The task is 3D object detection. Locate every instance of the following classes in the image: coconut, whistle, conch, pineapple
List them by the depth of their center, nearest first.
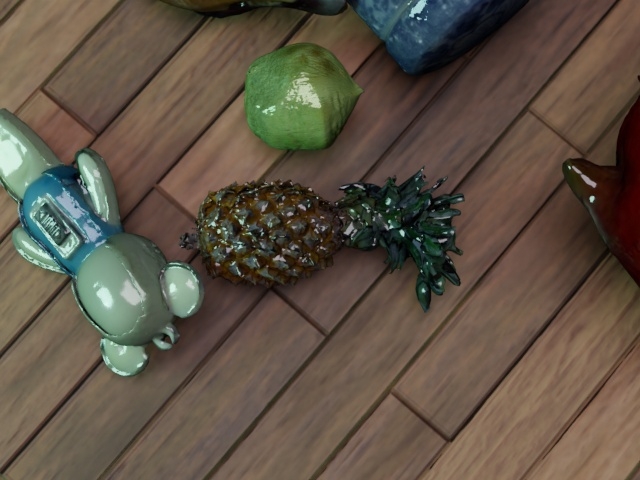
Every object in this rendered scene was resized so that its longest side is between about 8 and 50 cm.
[{"bbox_3d":[0.001,0.000,0.931,0.221,0.083,0.103,-2,65,-1],"label":"pineapple"},{"bbox_3d":[-0.184,-0.008,0.938,0.236,0.077,0.114,49,115,12],"label":"whistle"},{"bbox_3d":[-0.013,-0.113,0.952,0.096,0.088,0.088,-9,81,3],"label":"coconut"},{"bbox_3d":[-0.090,-0.215,0.966,0.232,0.086,0.080,31,104,5],"label":"conch"}]

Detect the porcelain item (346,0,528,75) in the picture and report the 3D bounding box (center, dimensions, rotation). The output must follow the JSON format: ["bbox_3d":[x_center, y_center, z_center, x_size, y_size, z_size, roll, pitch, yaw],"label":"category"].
[{"bbox_3d":[0.097,-0.207,0.937,0.147,0.147,0.114,-37,85,-6],"label":"porcelain item"}]

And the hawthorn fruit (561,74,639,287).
[{"bbox_3d":[0.360,-0.046,0.857,0.311,0.295,0.295,-36,83,-5],"label":"hawthorn fruit"}]
